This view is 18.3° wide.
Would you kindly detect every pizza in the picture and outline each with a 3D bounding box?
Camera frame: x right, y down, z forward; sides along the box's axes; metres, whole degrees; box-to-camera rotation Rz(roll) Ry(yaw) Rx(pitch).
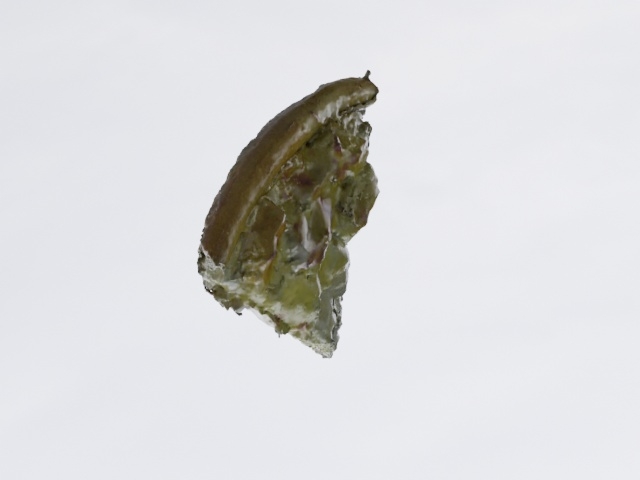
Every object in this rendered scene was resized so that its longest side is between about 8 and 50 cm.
[{"bbox_3d":[0.000,0.000,0.757,0.026,0.108,0.123,9,-138,33],"label":"pizza"}]
